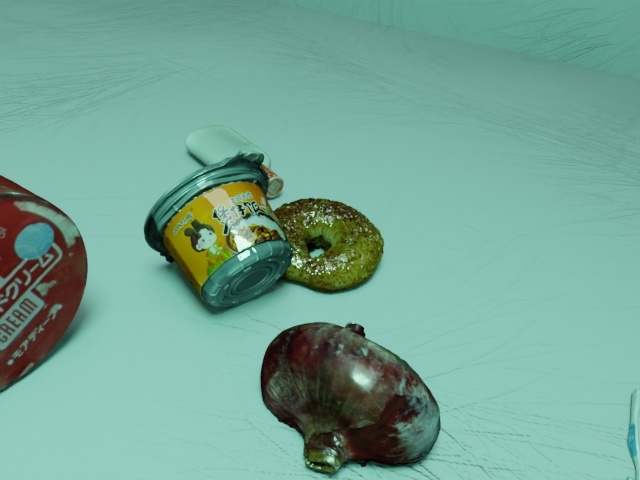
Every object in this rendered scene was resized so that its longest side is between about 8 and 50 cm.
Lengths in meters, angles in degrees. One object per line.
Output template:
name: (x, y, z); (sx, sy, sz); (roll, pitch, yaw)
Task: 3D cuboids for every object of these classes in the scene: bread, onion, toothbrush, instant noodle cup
bread: (0.000, 0.000, 0.820); (0.193, 0.064, 0.193); (6, 38, -4)
onion: (0.027, 0.150, 0.576); (0.206, 0.098, 0.151); (19, 34, 14)
toothbrush: (0.352, 0.221, 0.622); (0.017, 0.014, 0.162); (38, 40, 8)
instant noodle cup: (-0.115, 0.004, 0.705); (0.177, 0.208, 0.125); (-17, 63, -38)

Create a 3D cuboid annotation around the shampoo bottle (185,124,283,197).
shampoo bottle: (-0.147, -0.144, 1.001); (0.108, 0.051, 0.221); (-19, 42, -37)

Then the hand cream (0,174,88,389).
hand cream: (-0.366, 0.032, 0.548); (0.149, 0.230, 0.230); (24, 37, 22)
